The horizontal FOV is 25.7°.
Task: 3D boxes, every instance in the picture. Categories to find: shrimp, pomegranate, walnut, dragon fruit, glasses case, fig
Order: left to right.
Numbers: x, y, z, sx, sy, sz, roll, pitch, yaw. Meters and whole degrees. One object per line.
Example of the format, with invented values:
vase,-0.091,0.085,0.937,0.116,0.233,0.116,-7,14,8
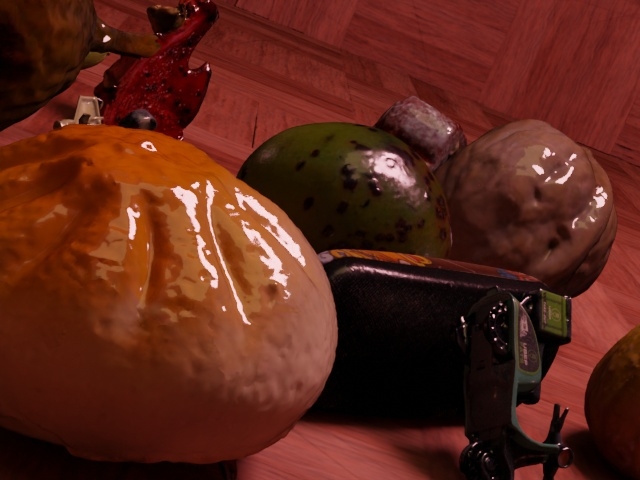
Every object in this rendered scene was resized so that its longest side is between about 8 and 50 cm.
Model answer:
fig,-0.284,-0.225,1.322,0.286,0.286,0.368,33,23,36
dragon fruit,-0.178,-0.192,1.587,0.122,0.192,0.092,39,10,7
shrimp,-0.077,0.127,0.900,0.038,0.029,0.092,18,16,-23
pomegranate,0.000,0.000,1.219,0.202,0.202,0.248,28,46,22
glasses case,0.084,0.078,1.129,0.321,0.122,0.082,8,15,-45
walnut,0.209,-0.019,1.480,0.224,0.224,0.224,21,15,-6
fig,0.321,0.096,1.179,0.159,0.257,0.159,16,31,-9

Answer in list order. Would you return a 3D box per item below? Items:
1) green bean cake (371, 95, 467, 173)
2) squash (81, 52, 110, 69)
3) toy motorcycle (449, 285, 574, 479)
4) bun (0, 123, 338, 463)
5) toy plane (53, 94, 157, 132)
green bean cake,0.082,-0.056,1.605,0.097,0.198,0.232,35,1,13
squash,-0.418,-0.276,1.716,0.341,0.094,0.094,13,17,-30
toy motorcycle,0.146,0.116,1.057,0.100,0.173,0.058,18,-26,-31
bun,-0.128,0.013,0.902,0.299,0.165,0.299,11,17,-3
toy plane,-0.183,-0.062,1.305,0.242,0.104,0.256,48,18,25
